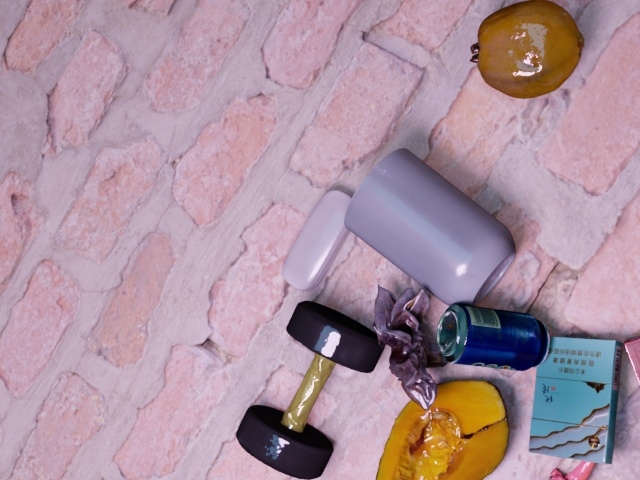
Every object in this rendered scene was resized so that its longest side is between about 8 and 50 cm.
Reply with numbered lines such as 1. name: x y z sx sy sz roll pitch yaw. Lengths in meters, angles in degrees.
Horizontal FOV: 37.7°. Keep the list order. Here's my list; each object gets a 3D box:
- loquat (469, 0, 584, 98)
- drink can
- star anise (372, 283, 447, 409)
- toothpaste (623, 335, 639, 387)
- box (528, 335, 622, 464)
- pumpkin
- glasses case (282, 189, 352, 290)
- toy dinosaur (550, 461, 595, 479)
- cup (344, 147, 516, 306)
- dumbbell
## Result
1. loquat: 0.407 -0.382 1.868 0.234 0.176 0.187 -5 81 30
2. drink can: 0.334 0.189 1.813 0.204 0.118 0.118 10 86 -19
3. star anise: 0.175 0.200 1.846 0.129 0.283 0.212 -15 107 14
4. toothpaste: 0.652 0.332 1.747 0.066 0.076 0.321 -20 78 17
5. box: 0.486 0.301 1.790 0.162 0.041 0.229 0 77 43
6. pumpkin: 0.242 0.406 1.882 0.312 0.148 0.169 -31 36 6
7. glasses case: 0.000 0.000 2.034 0.092 0.059 0.233 30 94 19
8. toy dinosaur: 0.488 0.505 1.802 0.286 0.070 0.139 -43 83 4
9. cup: 0.223 -0.015 1.878 0.312 0.205 0.205 40 98 18
10. dumbbell: -0.021 0.307 1.930 0.203 0.203 0.323 27 93 21
